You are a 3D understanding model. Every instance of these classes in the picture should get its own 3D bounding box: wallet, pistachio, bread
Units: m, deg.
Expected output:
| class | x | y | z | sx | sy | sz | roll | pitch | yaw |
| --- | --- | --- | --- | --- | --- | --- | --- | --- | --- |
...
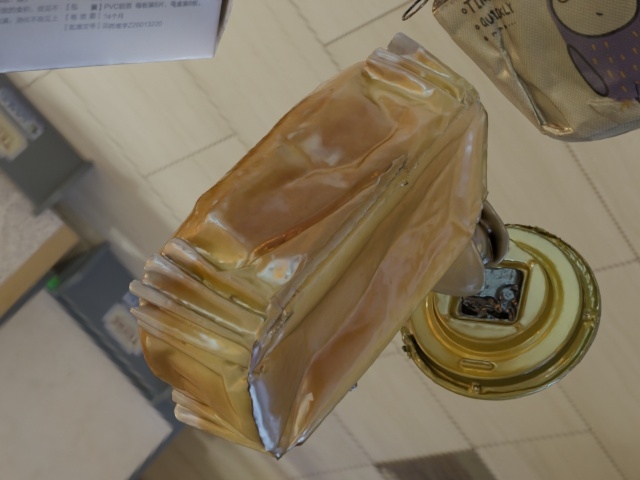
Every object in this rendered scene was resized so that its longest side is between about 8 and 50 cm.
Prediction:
| class | x | y | z | sx | sy | sz | roll | pitch | yaw |
| --- | --- | --- | --- | --- | --- | --- | --- | --- | --- |
| wallet | 0.271 | -0.225 | 1.129 | 0.275 | 0.068 | 0.335 | 47 | 148 | -16 |
| pistachio | 0.079 | -0.037 | 1.008 | 0.226 | 0.136 | 0.135 | 39 | 137 | 10 |
| bread | 0.000 | 0.000 | 0.605 | 0.107 | 0.241 | 0.136 | 26 | 147 | 25 |

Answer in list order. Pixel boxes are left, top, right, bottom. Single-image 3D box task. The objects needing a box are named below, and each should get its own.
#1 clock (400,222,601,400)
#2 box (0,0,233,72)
| class | x | y | z | sx | sy | sz | roll | pitch | yaw |
| --- | --- | --- | --- | --- | --- | --- | --- | --- | --- |
| clock | 0.200 | 0.068 | 1.198 | 0.237 | 0.237 | 0.057 | 8 | 152 | 24 |
| box | -0.243 | -0.240 | 0.853 | 0.173 | 0.333 | 0.145 | 50 | 138 | 37 |
